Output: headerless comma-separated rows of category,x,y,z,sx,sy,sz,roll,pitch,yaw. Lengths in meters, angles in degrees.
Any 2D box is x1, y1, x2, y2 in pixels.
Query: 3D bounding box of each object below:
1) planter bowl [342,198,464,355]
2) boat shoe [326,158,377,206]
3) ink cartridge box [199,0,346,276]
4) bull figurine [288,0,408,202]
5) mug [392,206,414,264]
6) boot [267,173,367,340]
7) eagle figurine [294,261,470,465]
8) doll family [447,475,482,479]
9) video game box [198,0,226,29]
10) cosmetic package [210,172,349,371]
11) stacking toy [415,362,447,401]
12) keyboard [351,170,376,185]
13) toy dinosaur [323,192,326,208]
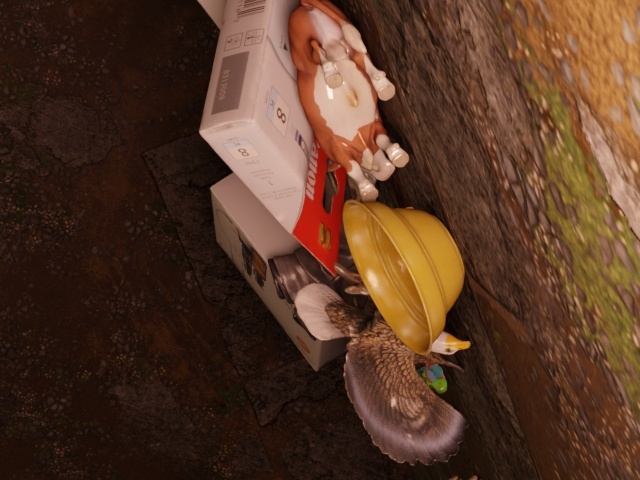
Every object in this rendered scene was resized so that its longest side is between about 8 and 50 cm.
planter bowl,0.119,0.029,1.366,0.217,0.090,0.217,58,165,25
boat shoe,0.021,-0.137,1.873,0.223,0.073,0.080,60,173,-13
ink cartridge box,-0.018,-0.172,1.551,0.385,0.091,0.308,48,-140,-47
bull figurine,0.037,-0.166,1.410,0.188,0.101,0.310,54,172,50
mug,0.122,0.003,1.474,0.062,0.064,0.078,72,175,-58
boot,0.000,0.000,1.989,0.118,0.223,0.338,-167,54,-86
eagle figurine,0.117,0.159,1.593,0.225,0.226,0.298,36,150,42
doll family,0.297,0.516,2.056,0.111,0.076,0.193,64,-178,-12
video game box,-0.089,-0.325,1.757,0.187,0.048,0.205,4,-135,-56
cosmetic package,-0.079,0.064,2.231,0.377,0.097,0.284,51,167,16
stacking toy,0.189,0.218,1.986,0.167,0.052,0.221,69,174,-55
keyboard,0.003,-0.180,1.804,0.256,0.014,0.072,49,156,9
toy dinosaur,0.044,0.014,2.231,0.313,0.160,0.121,59,165,-14
